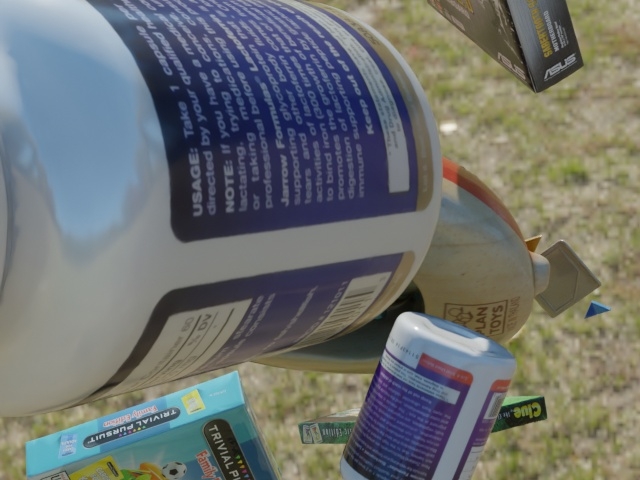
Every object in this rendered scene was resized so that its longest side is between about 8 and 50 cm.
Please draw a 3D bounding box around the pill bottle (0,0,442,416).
[{"bbox_3d":[-0.080,-0.020,0.483,0.153,0.153,0.264,15,13,33],"label":"pill bottle"}]

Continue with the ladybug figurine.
[{"bbox_3d":[0.000,0.000,1.293,0.449,0.305,0.162,7,51,7],"label":"ladybug figurine"}]

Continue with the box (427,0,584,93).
[{"bbox_3d":[0.143,-0.262,1.209,0.056,0.183,0.231,-31,39,-4],"label":"box"}]

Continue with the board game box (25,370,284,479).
[{"bbox_3d":[-0.243,0.361,2.002,0.336,0.254,0.079,-19,39,0],"label":"board game box"}]

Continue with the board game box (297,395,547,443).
[{"bbox_3d":[0.103,0.192,1.399,0.136,0.030,0.259,-5,-4,-35],"label":"board game box"}]

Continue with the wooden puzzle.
[{"bbox_3d":[0.254,0.040,1.409,0.078,0.116,0.014,-30,11,29],"label":"wooden puzzle"}]

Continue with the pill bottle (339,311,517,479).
[{"bbox_3d":[0.080,0.166,1.092,0.108,0.193,0.108,21,9,-3],"label":"pill bottle"}]
